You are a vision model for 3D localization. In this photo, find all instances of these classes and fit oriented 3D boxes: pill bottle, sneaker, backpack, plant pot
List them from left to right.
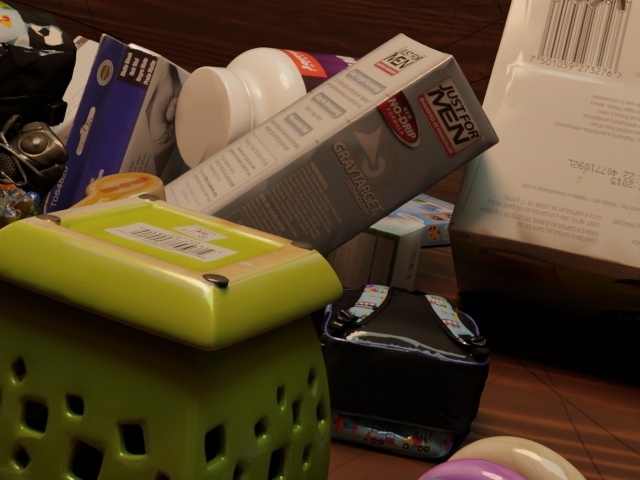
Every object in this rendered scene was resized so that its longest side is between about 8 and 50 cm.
[{"bbox_3d":[-0.504,-0.171,1.422,0.355,0.290,0.273,-12,52,-47],"label":"backpack"},{"bbox_3d":[-0.336,-0.062,1.253,0.087,0.130,0.227,49,28,11],"label":"sneaker"},{"bbox_3d":[-0.121,0.092,0.896,0.228,0.207,0.227,18,15,23],"label":"plant pot"},{"bbox_3d":[-0.009,-0.140,1.558,0.322,0.182,0.181,0,17,-38],"label":"pill bottle"},{"bbox_3d":[0.069,0.108,1.156,0.158,0.117,0.173,10,14,0],"label":"backpack"}]

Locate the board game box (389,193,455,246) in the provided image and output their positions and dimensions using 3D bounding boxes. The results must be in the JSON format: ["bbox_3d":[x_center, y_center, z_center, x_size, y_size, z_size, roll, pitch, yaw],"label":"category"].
[{"bbox_3d":[0.144,-0.033,1.940,0.211,0.039,0.160,-3,19,-45],"label":"board game box"}]

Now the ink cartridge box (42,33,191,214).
[{"bbox_3d":[-0.221,-0.109,1.489,0.045,0.223,0.224,19,1,19],"label":"ink cartridge box"}]

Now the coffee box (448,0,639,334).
[{"bbox_3d":[0.360,-0.090,1.501,0.337,0.338,0.334,14,-13,11],"label":"coffee box"}]

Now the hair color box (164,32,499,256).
[{"bbox_3d":[-0.017,-0.066,1.354,0.374,0.114,0.185,-34,21,-2],"label":"hair color box"}]

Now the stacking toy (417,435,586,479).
[{"bbox_3d":[0.024,0.219,0.699,0.141,0.141,0.330,22,25,39],"label":"stacking toy"}]

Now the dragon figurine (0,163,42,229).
[{"bbox_3d":[-0.298,0.040,0.936,0.085,0.289,0.144,48,47,8],"label":"dragon figurine"}]

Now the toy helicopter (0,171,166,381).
[{"bbox_3d":[-0.261,0.011,1.181,0.234,0.140,0.355,2,23,20],"label":"toy helicopter"}]

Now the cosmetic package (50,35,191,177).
[{"bbox_3d":[-0.282,-0.137,1.633,0.151,0.151,0.184,25,-24,45],"label":"cosmetic package"}]

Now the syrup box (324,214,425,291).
[{"bbox_3d":[0.000,0.000,1.584,0.236,0.093,0.096,16,15,22],"label":"syrup box"}]
